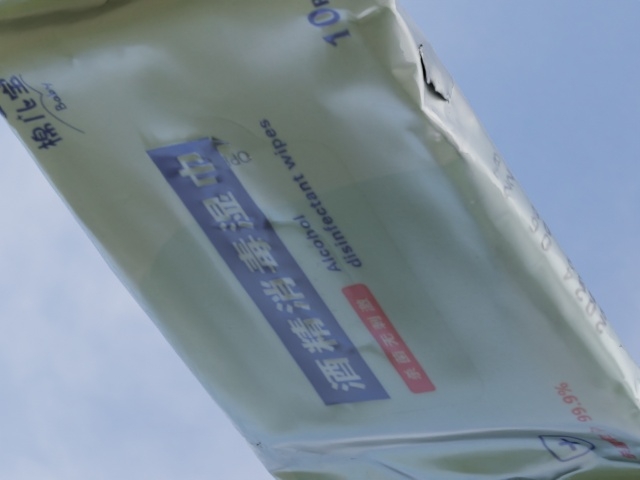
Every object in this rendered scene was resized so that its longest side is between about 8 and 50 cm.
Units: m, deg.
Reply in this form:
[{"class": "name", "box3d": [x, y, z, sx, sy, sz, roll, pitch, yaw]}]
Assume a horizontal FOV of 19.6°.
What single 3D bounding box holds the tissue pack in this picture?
[{"class": "tissue pack", "box3d": [0.000, 0.000, 0.420, 0.122, 0.193, 0.026, -14, -149, 38]}]
